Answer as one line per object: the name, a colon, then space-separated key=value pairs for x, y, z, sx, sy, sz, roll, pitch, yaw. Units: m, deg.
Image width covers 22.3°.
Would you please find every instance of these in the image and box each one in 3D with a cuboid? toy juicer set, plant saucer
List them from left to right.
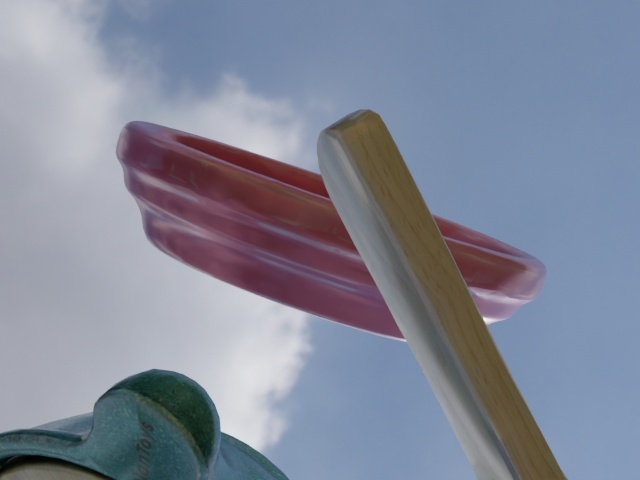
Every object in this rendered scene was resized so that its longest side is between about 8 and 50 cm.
toy juicer set: x=-0.023 y=0.130 z=0.459 sx=0.209 sy=0.329 sz=0.089 roll=47 pitch=-133 yaw=-3
plant saucer: x=0.000 y=0.000 z=1.209 sx=0.332 sy=0.332 sz=0.084 roll=17 pitch=-85 yaw=-28
